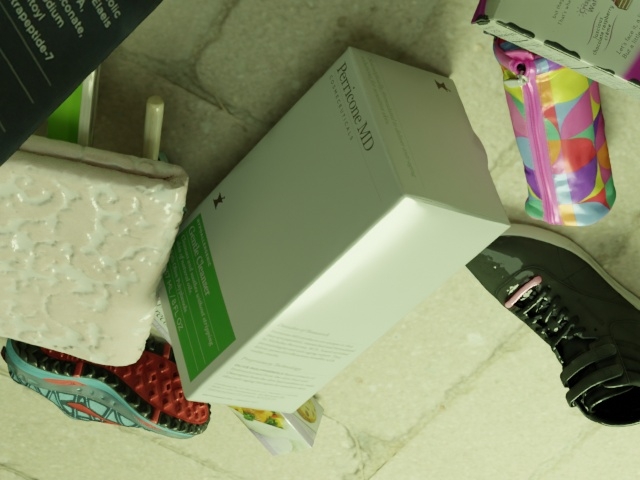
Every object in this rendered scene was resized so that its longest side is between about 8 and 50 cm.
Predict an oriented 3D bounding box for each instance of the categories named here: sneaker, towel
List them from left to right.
[{"bbox_3d":[-0.314,0.008,1.587,0.317,0.053,0.332,11,143,-9],"label":"towel"},{"bbox_3d":[-0.257,0.169,1.863,0.262,0.104,0.125,27,145,-11],"label":"sneaker"},{"bbox_3d":[0.272,0.097,1.696,0.296,0.147,0.104,33,128,-19],"label":"sneaker"}]

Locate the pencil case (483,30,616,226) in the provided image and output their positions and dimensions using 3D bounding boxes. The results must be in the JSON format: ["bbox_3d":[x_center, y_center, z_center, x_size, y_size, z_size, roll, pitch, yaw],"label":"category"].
[{"bbox_3d":[0.233,-0.121,1.546,0.104,0.104,0.236,-10,129,14],"label":"pencil case"}]

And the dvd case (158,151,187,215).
[{"bbox_3d":[-0.186,-0.026,1.681,0.013,0.087,0.119,4,137,-35],"label":"dvd case"}]

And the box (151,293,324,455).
[{"bbox_3d":[-0.110,0.130,1.812,0.063,0.067,0.324,-17,126,31],"label":"box"}]

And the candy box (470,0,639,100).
[{"bbox_3d":[0.276,-0.226,1.418,0.233,0.071,0.159,23,89,-14],"label":"candy box"}]

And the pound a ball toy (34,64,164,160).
[{"bbox_3d":[-0.242,-0.166,1.536,0.208,0.136,0.319,6,133,-7],"label":"pound a ball toy"}]

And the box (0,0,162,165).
[{"bbox_3d":[-0.350,-0.269,1.121,0.480,0.472,0.297,11,143,42],"label":"box"}]

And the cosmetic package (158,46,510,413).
[{"bbox_3d":[0.000,0.000,1.588,0.155,0.197,0.365,12,135,-38],"label":"cosmetic package"}]
